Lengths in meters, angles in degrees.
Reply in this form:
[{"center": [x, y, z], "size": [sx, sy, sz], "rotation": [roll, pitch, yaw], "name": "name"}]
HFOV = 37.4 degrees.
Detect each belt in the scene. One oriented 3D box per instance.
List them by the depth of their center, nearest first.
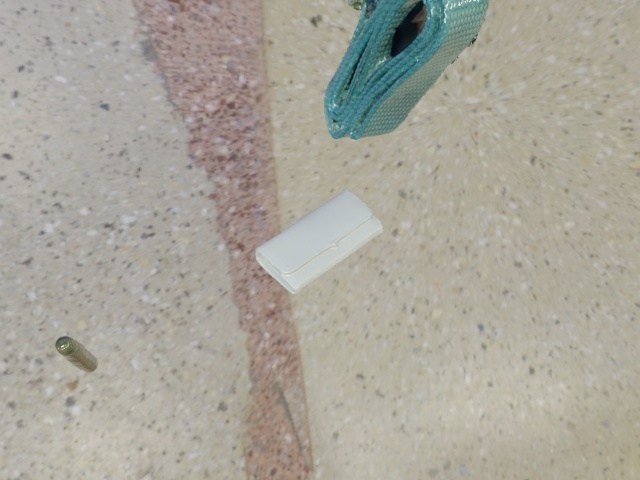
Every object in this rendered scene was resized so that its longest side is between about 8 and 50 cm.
[{"center": [0.047, -0.143, 0.674], "size": [0.100, 0.065, 0.179], "rotation": [61, 145, 17], "name": "belt"}]

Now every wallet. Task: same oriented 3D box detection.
[{"center": [0.000, 0.000, 0.908], "size": [0.122, 0.025, 0.061], "rotation": [-34, 67, -30], "name": "wallet"}]

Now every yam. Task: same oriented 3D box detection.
[{"center": [-0.232, 0.108, 0.900], "size": [0.021, 0.116, 0.021], "rotation": [0, 74, -1], "name": "yam"}]
